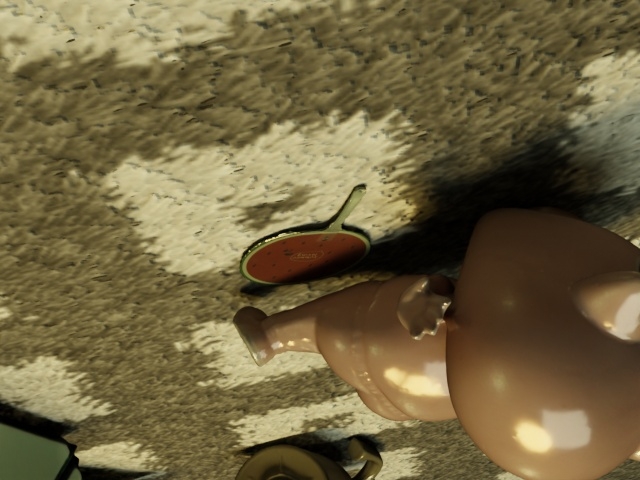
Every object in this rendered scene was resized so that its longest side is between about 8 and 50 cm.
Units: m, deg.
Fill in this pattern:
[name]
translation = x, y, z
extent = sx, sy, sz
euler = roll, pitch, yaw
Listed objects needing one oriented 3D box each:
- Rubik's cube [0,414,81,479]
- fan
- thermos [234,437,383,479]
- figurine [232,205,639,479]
[Rubik's cube]
translation = -0.335, 0.268, 0.844
extent = 0.248, 0.250, 0.246
euler = -16, 156, 16
[fan]
translation = 0.000, 0.000, 0.688
extent = 0.085, 0.005, 0.133
euler = 0, 155, -25
[thermos]
translation = 0.005, 0.262, 1.176
extent = 0.137, 0.105, 0.193
euler = -47, 154, 3
[figurine]
translation = 0.098, 0.049, 0.705
extent = 0.287, 0.186, 0.176
euler = -8, 128, 45
